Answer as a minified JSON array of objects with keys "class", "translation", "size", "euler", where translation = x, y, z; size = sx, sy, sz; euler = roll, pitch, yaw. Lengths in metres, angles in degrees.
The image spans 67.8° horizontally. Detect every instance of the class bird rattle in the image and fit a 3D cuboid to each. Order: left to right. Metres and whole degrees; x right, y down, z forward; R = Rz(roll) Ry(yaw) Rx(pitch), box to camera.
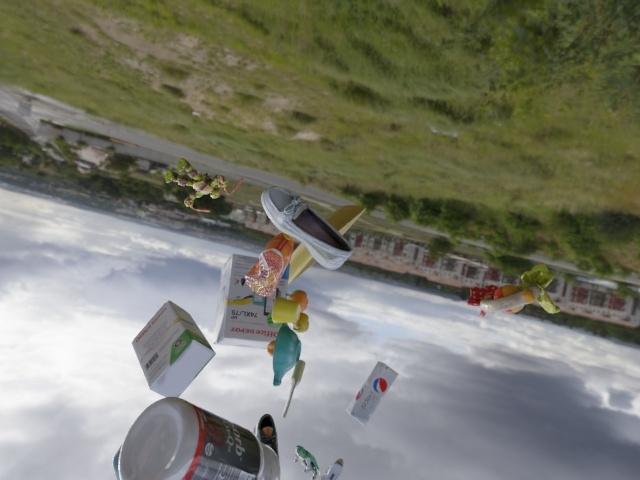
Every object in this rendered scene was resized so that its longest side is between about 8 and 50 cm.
[{"class":"bird rattle","translation":[0.533,0.154,1.357],"size":[0.253,0.143,0.207],"euler":[-12,178,32]}]

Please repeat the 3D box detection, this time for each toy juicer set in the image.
[{"class":"toy juicer set","translation":[-0.094,0.291,1.329],"size":[0.089,0.329,0.209],"euler":[6,-166,10]}]

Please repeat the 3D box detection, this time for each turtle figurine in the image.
[{"class":"turtle figurine","translation":[-0.428,-0.212,1.719],"size":[0.269,0.087,0.217],"euler":[-23,142,32]}]

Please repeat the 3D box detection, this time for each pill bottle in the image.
[{"class":"pill bottle","translation":[-0.263,0.521,1.116],"size":[0.210,0.210,0.363],"euler":[11,154,40]}]

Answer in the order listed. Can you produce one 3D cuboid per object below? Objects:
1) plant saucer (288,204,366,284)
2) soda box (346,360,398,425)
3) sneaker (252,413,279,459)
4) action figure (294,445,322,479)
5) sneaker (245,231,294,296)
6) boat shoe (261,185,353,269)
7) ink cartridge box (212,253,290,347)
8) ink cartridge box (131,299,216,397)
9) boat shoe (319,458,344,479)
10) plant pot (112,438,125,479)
[{"class":"plant saucer","translation":[0.000,0.000,1.907],"size":[0.081,0.333,0.333],"euler":[46,-138,6]},{"class":"soda box","translation":[0.186,0.545,1.708],"size":[0.074,0.216,0.069],"euler":[37,169,-3]},{"class":"sneaker","translation":[-0.196,0.740,1.694],"size":[0.100,0.108,0.271],"euler":[7,-153,-17]},{"class":"action figure","translation":[-0.060,0.896,1.935],"size":[0.137,0.063,0.232],"euler":[24,144,37]},{"class":"sneaker","translation":[-0.087,0.049,0.861],"size":[0.064,0.067,0.175],"euler":[39,142,-2]},{"class":"boat shoe","translation":[-0.038,-0.052,1.405],"size":[0.320,0.118,0.103],"euler":[46,142,4]},{"class":"ink cartridge box","translation":[-0.230,0.210,1.575],"size":[0.198,0.270,0.197],"euler":[10,160,-20]},{"class":"ink cartridge box","translation":[-0.498,0.359,1.594],"size":[0.117,0.201,0.278],"euler":[45,173,-38]},{"class":"boat shoe","translation":[0.025,0.553,1.120],"size":[0.035,0.100,0.035],"euler":[32,-164,13]},{"class":"plant pot","translation":[-0.683,0.856,1.842],"size":[0.195,0.290,0.290],"euler":[-21,-171,-19]}]
